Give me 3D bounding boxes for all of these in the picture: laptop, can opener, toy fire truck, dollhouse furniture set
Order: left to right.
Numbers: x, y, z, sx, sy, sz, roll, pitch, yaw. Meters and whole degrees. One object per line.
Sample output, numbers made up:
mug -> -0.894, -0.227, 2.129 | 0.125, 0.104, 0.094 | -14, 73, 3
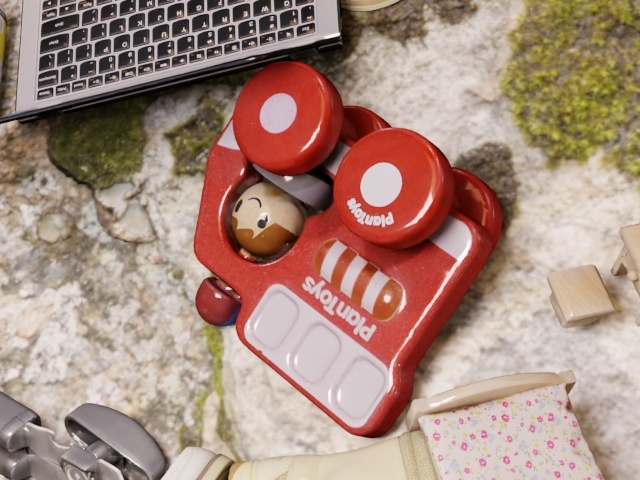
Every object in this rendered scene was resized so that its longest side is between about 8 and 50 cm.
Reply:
can opener -> -0.273, 0.173, 1.117 | 0.283, 0.076, 0.095 | 25, 40, 25
laptop -> -0.193, -0.254, 1.183 | 0.382, 0.236, 0.408 | -10, 65, 17
toy fire truck -> 0.000, 0.000, 1.083 | 0.302, 0.169, 0.254 | 35, 95, 28
dollhouse furniture set -> 0.182, 0.119, 0.891 | 0.355, 0.174, 0.303 | -10, 58, -13

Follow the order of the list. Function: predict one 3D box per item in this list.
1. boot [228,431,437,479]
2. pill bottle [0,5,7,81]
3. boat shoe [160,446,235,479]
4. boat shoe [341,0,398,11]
boot -> 0.040, 0.283, 0.955 | 0.203, 0.095, 0.262 | -14, 58, 6
pill bottle -> -0.402, -0.180, 1.300 | 0.103, 0.103, 0.184 | -7, 62, 11
boat shoe -> -0.184, 0.295, 0.993 | 0.103, 0.113, 0.302 | 27, 74, 19
boat shoe -> 0.026, -0.277, 1.272 | 0.135, 0.045, 0.050 | 1, 64, 15
